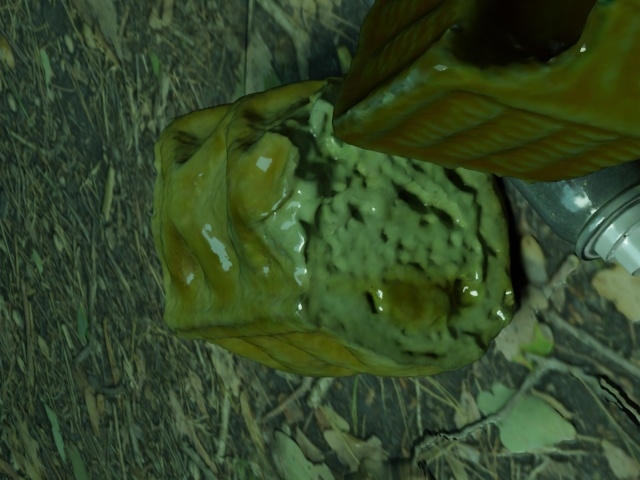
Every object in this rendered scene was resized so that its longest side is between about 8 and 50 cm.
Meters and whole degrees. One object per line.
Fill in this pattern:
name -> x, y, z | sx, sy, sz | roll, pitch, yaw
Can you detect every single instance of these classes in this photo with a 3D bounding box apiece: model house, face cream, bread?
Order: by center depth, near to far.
model house -> 0.132, -0.123, 0.783 | 0.268, 0.239, 0.173 | -24, 88, 62
face cream -> 0.120, -0.091, 0.994 | 0.283, 0.073, 0.073 | 53, 148, 24
bread -> -0.001, -0.006, 1.147 | 0.252, 0.238, 0.196 | 3, 72, 55
